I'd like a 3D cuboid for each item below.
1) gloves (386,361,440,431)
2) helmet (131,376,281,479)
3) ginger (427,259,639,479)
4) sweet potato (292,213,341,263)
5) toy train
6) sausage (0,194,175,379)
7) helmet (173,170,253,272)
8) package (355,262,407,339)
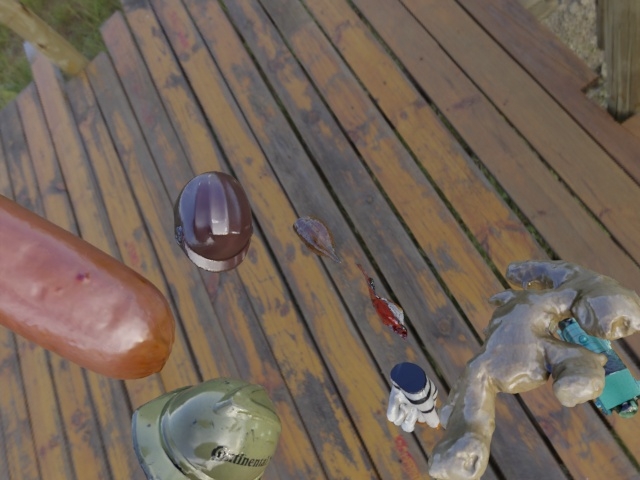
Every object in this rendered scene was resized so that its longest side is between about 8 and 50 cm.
[{"bbox_3d":[0.253,0.422,1.557,0.140,0.218,0.131,1,53,21],"label":"gloves"},{"bbox_3d":[-0.149,0.290,0.921,0.137,0.258,0.204,-45,58,21],"label":"helmet"},{"bbox_3d":[0.187,0.106,0.509,0.149,0.065,0.258,-5,37,53],"label":"ginger"},{"bbox_3d":[0.000,0.000,0.906,0.049,0.049,0.117,-44,51,2],"label":"sweet potato"},{"bbox_3d":[0.695,0.299,1.470,0.120,0.194,0.298,-32,29,14],"label":"toy train"},{"bbox_3d":[-0.256,0.045,0.556,0.259,0.113,0.113,31,83,-5],"label":"sausage"},{"bbox_3d":[-0.124,-0.031,0.699,0.070,0.098,0.123,-54,48,46],"label":"helmet"},{"bbox_3d":[0.185,0.187,1.768,0.071,0.194,0.269,-37,79,-7],"label":"package"}]
